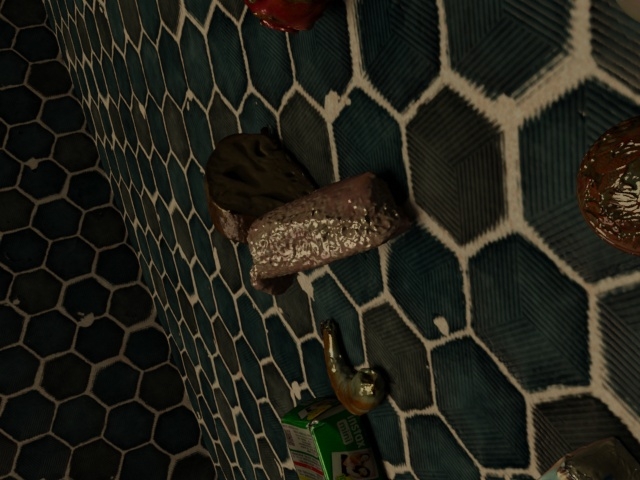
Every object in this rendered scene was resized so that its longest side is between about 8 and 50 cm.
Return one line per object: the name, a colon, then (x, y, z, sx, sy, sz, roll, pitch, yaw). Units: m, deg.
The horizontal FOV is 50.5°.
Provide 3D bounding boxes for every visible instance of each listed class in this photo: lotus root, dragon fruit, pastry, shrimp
lotus root: (-0.089, -0.067, 1.029, 0.260, 0.170, 0.074, 58, 150, 38)
dragon fruit: (-0.037, -0.312, 0.768, 0.136, 0.133, 0.166, 57, 143, 10)
pastry: (-0.009, -0.010, 0.874, 0.265, 0.103, 0.112, -30, 97, 39)
shrimp: (0.046, 0.190, 1.066, 0.161, 0.049, 0.166, 122, 133, -62)

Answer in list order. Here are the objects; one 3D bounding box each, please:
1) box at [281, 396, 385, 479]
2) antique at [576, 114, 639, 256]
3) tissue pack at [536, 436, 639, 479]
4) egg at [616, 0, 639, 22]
box: (0.031, 0.397, 1.168, 0.180, 0.103, 0.249, -22, 85, 66)
antique: (0.221, -0.037, 0.448, 0.104, 0.104, 0.104, 45, 145, 45)
tissue pack: (0.243, 0.230, 0.625, 0.058, 0.074, 0.094, 59, 151, 32)
egg: (0.212, -0.176, 0.362, 0.103, 0.103, 0.135, 62, 156, 21)
